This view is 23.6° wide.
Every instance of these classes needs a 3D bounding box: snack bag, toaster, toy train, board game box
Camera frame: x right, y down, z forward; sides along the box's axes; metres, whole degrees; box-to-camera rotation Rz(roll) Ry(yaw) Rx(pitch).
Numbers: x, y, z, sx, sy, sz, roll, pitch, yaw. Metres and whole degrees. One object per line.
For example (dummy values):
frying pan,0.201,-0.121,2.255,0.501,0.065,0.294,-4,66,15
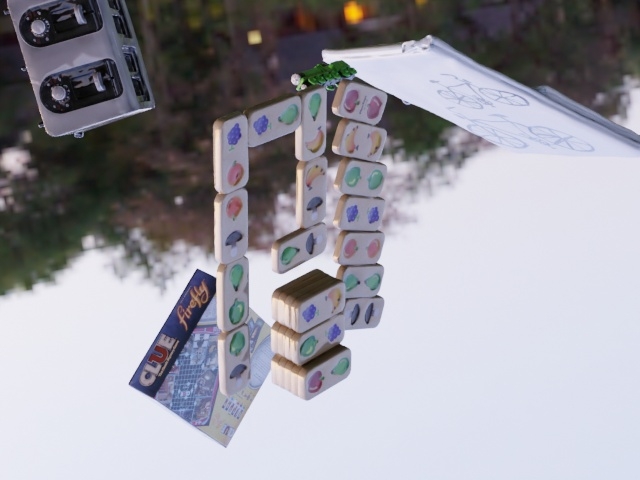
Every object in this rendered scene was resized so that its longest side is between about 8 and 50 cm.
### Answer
snack bag,0.196,-0.179,1.898,0.342,0.037,0.323,22,176,-23
toaster,-0.270,-0.208,1.744,0.110,0.168,0.186,-15,-176,4
toy train,0.003,-0.135,1.264,0.023,0.017,0.083,39,-151,16
board game box,-0.136,0.153,1.919,0.042,0.165,0.243,25,168,26

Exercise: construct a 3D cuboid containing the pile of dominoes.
pile of dominoes,0.000,0.000,1.204,0.040,0.251,0.196,23,-146,36
